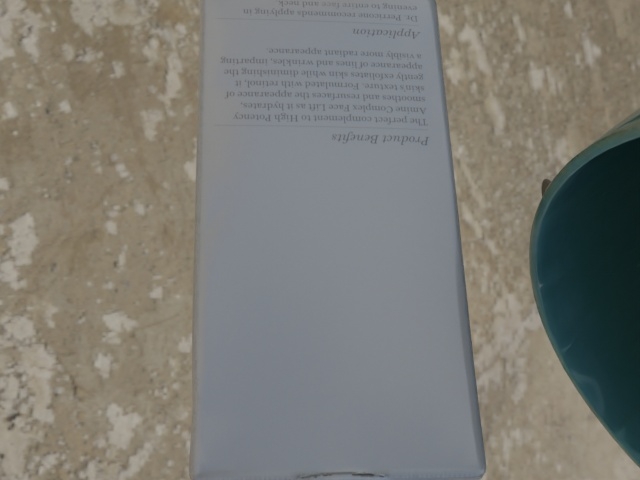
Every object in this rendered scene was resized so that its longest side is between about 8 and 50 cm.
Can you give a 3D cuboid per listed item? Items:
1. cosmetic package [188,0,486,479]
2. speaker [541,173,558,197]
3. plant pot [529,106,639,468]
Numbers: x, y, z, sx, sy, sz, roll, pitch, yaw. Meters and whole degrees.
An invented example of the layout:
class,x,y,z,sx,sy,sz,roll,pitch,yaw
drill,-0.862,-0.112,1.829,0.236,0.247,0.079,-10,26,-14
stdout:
class,x,y,z,sx,sy,sz,roll,pitch,yaw
cosmetic package,0.000,0.000,0.421,0.085,0.117,0.231,103,-12,-67
speaker,0.264,-0.048,0.801,0.136,0.055,0.055,-18,104,-4
plant pot,0.275,0.001,0.377,0.235,0.293,0.293,-43,120,-21
